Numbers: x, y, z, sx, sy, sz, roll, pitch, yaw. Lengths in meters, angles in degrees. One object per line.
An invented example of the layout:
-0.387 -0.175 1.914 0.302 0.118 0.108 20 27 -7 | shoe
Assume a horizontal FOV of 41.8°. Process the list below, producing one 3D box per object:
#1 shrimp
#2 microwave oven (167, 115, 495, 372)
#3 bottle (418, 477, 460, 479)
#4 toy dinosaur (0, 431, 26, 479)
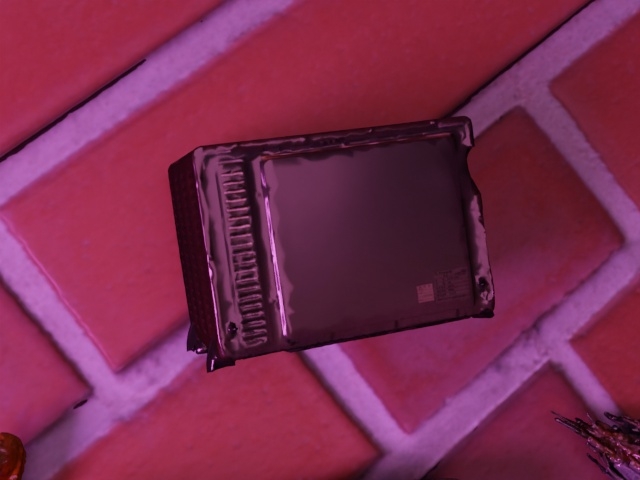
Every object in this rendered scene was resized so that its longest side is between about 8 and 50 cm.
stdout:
0.327 0.225 0.830 0.233 0.079 0.090 27 73 -3 | shrimp
0.000 -0.002 0.730 0.248 0.188 0.178 -9 91 -18 | microwave oven
0.021 0.272 0.737 0.233 0.110 0.109 0 83 -13 | bottle
-0.339 0.363 0.656 0.208 0.097 0.432 9 85 -24 | toy dinosaur
